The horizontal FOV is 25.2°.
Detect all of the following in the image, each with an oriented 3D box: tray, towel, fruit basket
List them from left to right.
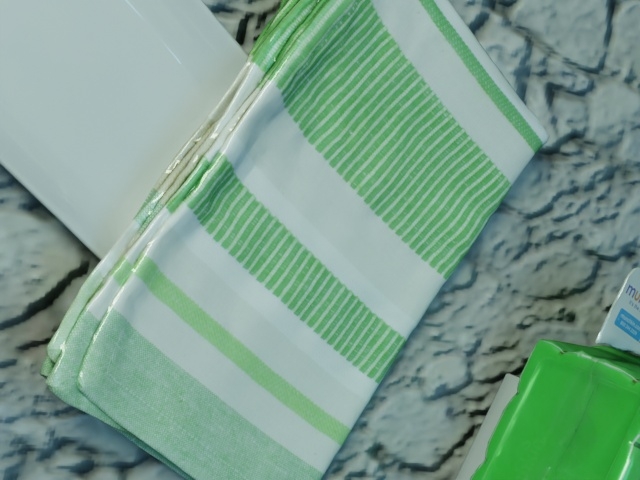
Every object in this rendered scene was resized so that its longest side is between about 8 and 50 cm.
[{"bbox_3d":[-0.146,-0.115,0.760,0.145,0.030,0.270,-50,123,-14],"label":"tray"},{"bbox_3d":[0.000,0.000,0.860,0.325,0.038,0.248,-57,135,-10],"label":"towel"},{"bbox_3d":[0.232,0.221,1.048,0.353,0.165,0.327,32,82,-51],"label":"fruit basket"}]
